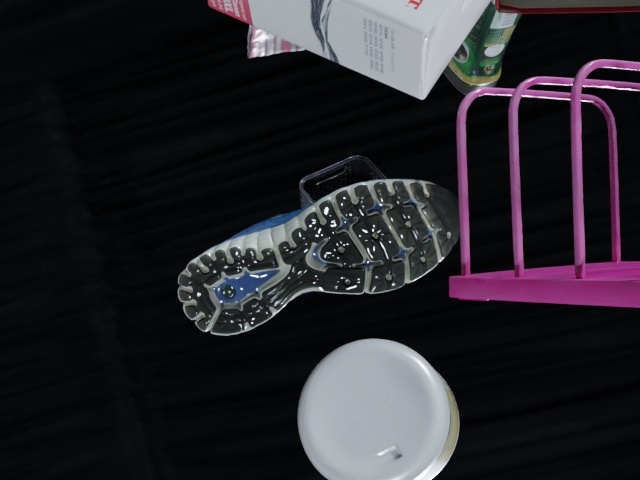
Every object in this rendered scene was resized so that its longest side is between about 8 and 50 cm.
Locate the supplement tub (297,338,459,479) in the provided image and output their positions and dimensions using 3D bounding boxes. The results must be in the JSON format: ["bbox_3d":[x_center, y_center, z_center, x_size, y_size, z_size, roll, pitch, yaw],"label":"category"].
[{"bbox_3d":[0.102,0.285,1.628,0.316,0.228,0.228,49,29,-73],"label":"supplement tub"}]

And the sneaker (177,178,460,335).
[{"bbox_3d":[0.000,0.000,1.181,0.147,0.330,0.130,-73,145,-72],"label":"sneaker"}]

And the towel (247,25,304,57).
[{"bbox_3d":[-0.014,-0.332,1.589,0.144,0.197,0.029,113,-34,-69],"label":"towel"}]

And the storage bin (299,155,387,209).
[{"bbox_3d":[0.059,-0.029,1.529,0.180,0.122,0.084,50,-23,37],"label":"storage bin"}]

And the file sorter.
[{"bbox_3d":[0.264,-0.047,0.796,0.202,0.290,0.182,-3,91,-31],"label":"file sorter"}]

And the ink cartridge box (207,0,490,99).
[{"bbox_3d":[0.034,-0.257,0.935,0.172,0.237,0.100,-56,162,-23],"label":"ink cartridge box"}]

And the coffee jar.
[{"bbox_3d":[0.243,-0.311,1.553,0.096,0.079,0.184,57,-29,32],"label":"coffee jar"}]

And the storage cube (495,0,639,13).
[{"bbox_3d":[0.291,-0.383,1.130,0.184,0.215,0.193,65,28,-63],"label":"storage cube"}]
